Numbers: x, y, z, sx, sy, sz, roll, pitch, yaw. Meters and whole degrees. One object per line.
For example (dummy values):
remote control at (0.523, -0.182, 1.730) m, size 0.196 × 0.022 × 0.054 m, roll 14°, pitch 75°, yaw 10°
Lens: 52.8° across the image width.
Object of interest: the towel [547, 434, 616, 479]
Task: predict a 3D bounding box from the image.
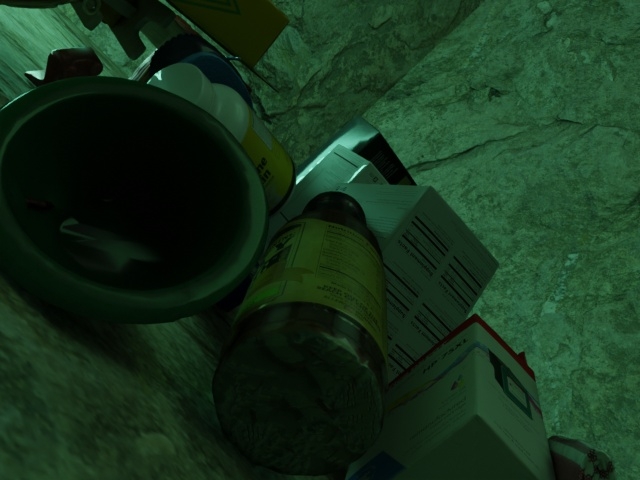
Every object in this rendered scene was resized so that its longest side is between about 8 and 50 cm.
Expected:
towel at (0.153, 0.224, 0.403) m, size 0.029 × 0.197 × 0.144 m, roll 9°, pitch -11°, yaw 11°

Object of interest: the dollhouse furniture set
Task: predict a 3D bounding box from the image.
dollhouse furniture set at (-0.266, -0.239, 0.878) m, size 0.152 × 0.201 × 0.374 m, roll 47°, pitch 7°, yaw 16°

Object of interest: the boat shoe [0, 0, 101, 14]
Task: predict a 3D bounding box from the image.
boat shoe at (-0.261, -0.244, 0.564) m, size 0.089 × 0.285 × 0.104 m, roll 57°, pitch -40°, yaw 23°

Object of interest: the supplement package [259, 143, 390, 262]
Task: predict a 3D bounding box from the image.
supplement package at (0.000, 0.000, 0.940) m, size 0.134 × 0.244 × 0.139 m, roll 46°, pitch 1°, yaw -26°

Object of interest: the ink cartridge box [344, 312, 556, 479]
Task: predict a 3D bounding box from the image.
ink cartridge box at (0.100, 0.146, 0.515) m, size 0.078 × 0.134 × 0.231 m, roll 46°, pitch 18°, yaw -1°

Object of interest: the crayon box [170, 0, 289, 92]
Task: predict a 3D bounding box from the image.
crayon box at (-0.174, -0.335, 0.798) m, size 0.323 × 0.083 × 0.203 m, roll 34°, pitch 9°, yaw -42°

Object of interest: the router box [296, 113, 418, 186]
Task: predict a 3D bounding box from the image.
router box at (0.023, -0.022, 1.099) m, size 0.243 × 0.309 × 0.081 m, roll 47°, pitch 3°, yaw -43°

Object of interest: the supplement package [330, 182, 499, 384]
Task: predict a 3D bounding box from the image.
supplement package at (0.058, 0.055, 0.765) m, size 0.149 × 0.203 × 0.194 m, roll 44°, pitch -16°, yaw -26°

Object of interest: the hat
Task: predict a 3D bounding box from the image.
hat at (-0.146, 0.007, 0.447) m, size 0.173 × 0.183 × 0.208 m, roll 36°, pitch 44°, yaw -4°

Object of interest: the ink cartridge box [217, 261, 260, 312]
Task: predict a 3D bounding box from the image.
ink cartridge box at (-0.148, -0.025, 0.736) m, size 0.176 × 0.069 × 0.371 m, roll 48°, pitch -2°, yaw -16°

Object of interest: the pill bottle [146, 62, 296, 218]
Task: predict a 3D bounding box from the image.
pill bottle at (-0.105, -0.097, 0.670) m, size 0.103 × 0.103 × 0.184 m, roll 47°, pitch 1°, yaw 34°

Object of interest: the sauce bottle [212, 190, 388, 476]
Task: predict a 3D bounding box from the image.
sauce bottle at (0.000, 0.041, 0.531) m, size 0.111 × 0.111 × 0.344 m, roll 47°, pitch 16°, yaw -11°

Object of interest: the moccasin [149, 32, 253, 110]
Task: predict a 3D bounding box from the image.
moccasin at (-0.159, -0.161, 0.846) m, size 0.117 × 0.138 × 0.342 m, roll 61°, pitch -9°, yaw 17°
